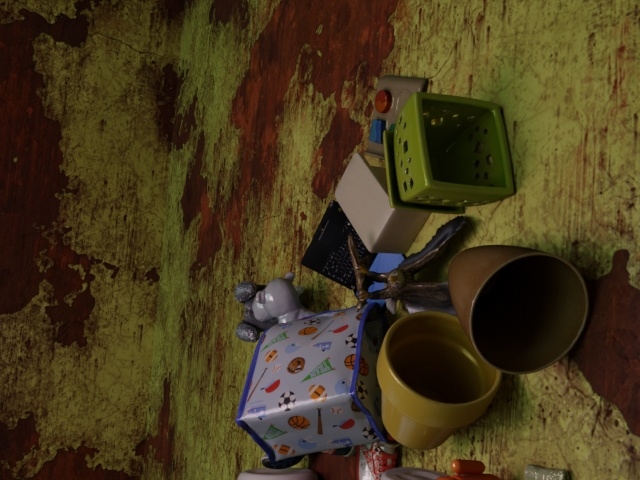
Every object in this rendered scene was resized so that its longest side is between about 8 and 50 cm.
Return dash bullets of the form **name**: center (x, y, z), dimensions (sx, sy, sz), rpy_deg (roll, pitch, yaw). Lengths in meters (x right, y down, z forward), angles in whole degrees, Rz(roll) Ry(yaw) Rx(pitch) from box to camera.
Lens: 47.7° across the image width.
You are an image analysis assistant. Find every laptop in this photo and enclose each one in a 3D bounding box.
- **laptop**: center (0.088, 0.063, 1.964), dimensions (0.234, 0.264, 0.136), rpy_deg (-63, -2, 30)

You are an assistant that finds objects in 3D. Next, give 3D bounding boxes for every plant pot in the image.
- **plant pot**: center (0.352, 0.103, 1.432), dimensions (0.254, 0.237, 0.237), rpy_deg (-132, 54, -69)
- **plant pot**: center (0.267, -0.177, 1.621), dimensions (0.207, 0.228, 0.227), rpy_deg (144, 126, -60)
- **plant pot**: center (0.235, 0.321, 1.570), dimensions (0.239, 0.254, 0.254), rpy_deg (103, 154, -43)

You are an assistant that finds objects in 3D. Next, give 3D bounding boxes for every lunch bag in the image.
- **lunch bag**: center (0.004, 0.332, 1.822), dimensions (0.328, 0.239, 0.385), rpy_deg (-16, 35, 18)

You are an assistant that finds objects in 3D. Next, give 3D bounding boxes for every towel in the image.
- **towel**: center (0.433, 0.507, 1.377), dimensions (0.110, 0.027, 0.148), rpy_deg (-16, 71, 58)

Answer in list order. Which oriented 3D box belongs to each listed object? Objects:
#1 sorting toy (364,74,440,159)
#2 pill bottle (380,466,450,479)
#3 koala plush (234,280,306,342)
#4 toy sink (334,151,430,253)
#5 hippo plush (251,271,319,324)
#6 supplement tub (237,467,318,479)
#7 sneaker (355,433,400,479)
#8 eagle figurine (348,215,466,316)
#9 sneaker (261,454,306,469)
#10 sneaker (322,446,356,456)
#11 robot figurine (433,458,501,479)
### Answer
- **sorting toy**: center (0.214, -0.319, 1.916), dimensions (0.307, 0.041, 0.229), rpy_deg (28, 109, 59)
- **pill bottle**: center (0.206, 0.679, 1.591), dimensions (0.176, 0.176, 0.318), rpy_deg (1, 85, 60)
- **koala plush**: center (-0.134, 0.223, 2.324), dimensions (0.221, 0.203, 0.196), rpy_deg (-2, 91, 39)
- **toy sink**: center (0.160, -0.099, 1.878), dimensions (0.234, 0.131, 0.153), rpy_deg (59, 134, 40)
- **hippo plush**: center (-0.108, 0.240, 2.099), dimensions (0.236, 0.234, 0.294), rpy_deg (51, 147, -4)
- **supplement tub**: center (-0.123, 0.833, 2.075), dimensions (0.241, 0.241, 0.331), rpy_deg (-19, 68, 58)
- **sneaker**: center (0.154, 0.536, 1.799), dimensions (0.145, 0.090, 0.270), rpy_deg (-54, 38, 45)
- **eagle figurine**: center (0.222, 0.087, 1.708), dimensions (0.225, 0.298, 0.226), rpy_deg (-66, -39, -60)
- **sneaker**: center (-0.078, 0.601, 2.122), dimensions (0.081, 0.211, 0.080), rpy_deg (63, 179, 42)
- **sneaker**: center (-0.009, 0.450, 2.045), dimensions (0.131, 0.148, 0.350), rpy_deg (-66, 34, 29)
- **robot figurine**: center (0.290, 0.529, 1.427), dimensions (0.128, 0.219, 0.158), rpy_deg (52, 128, 52)
